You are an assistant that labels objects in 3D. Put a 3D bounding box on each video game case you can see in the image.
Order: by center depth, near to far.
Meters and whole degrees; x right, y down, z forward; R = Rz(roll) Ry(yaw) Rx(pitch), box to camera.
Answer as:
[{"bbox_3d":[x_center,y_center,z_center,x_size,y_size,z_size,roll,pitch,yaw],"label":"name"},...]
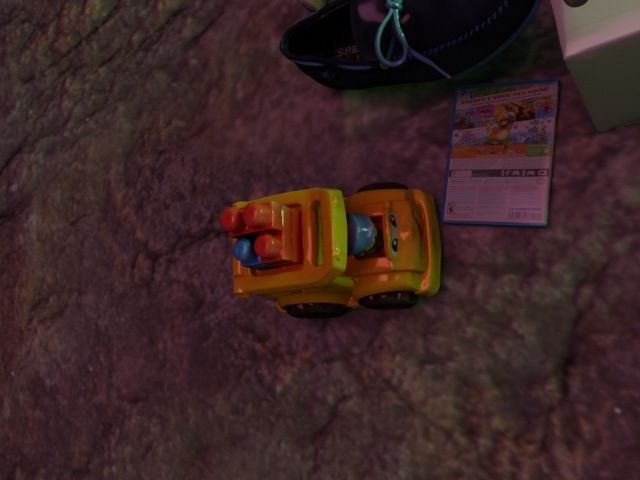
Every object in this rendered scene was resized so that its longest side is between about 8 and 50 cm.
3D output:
[{"bbox_3d":[0.203,-0.098,0.741,0.119,0.015,0.166,3,82,32],"label":"video game case"}]

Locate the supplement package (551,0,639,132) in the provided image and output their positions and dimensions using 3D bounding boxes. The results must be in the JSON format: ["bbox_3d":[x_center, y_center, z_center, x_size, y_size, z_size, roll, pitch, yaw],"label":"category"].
[{"bbox_3d":[0.347,-0.224,0.567,0.262,0.204,0.145,-15,73,28],"label":"supplement package"}]

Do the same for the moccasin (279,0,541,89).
[{"bbox_3d":[0.077,-0.230,0.724,0.342,0.117,0.137,-10,77,53],"label":"moccasin"}]

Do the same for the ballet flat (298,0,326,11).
[{"bbox_3d":[-0.017,-0.400,0.905,0.052,0.057,0.168,139,125,-59],"label":"ballet flat"}]

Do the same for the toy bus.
[{"bbox_3d":[0.000,0.000,0.729,0.220,0.211,0.149,-9,74,28],"label":"toy bus"}]
